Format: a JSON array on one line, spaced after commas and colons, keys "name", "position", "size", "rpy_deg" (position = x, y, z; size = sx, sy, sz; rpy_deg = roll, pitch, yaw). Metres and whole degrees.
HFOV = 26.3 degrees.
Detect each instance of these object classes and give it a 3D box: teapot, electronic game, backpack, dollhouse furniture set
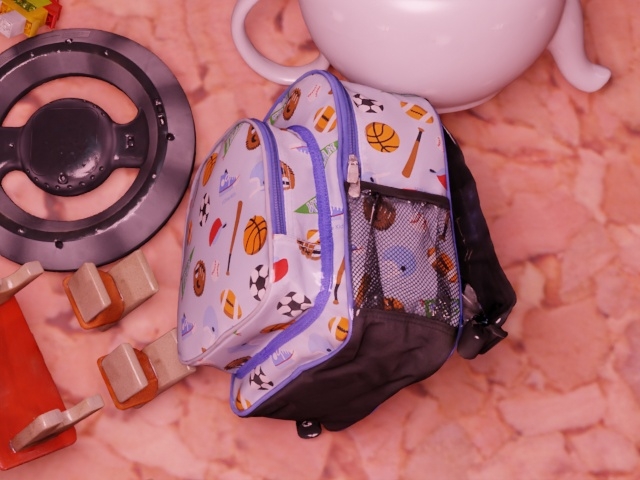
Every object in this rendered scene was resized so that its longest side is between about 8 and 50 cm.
[{"name": "teapot", "position": [0.091, -0.199, 1.217], "size": [0.252, 0.187, 0.256], "rpy_deg": [-32, 53, -28]}, {"name": "electronic game", "position": [-0.225, -0.083, 1.232], "size": [0.229, 0.048, 0.229], "rpy_deg": [-1, 76, 5]}, {"name": "backpack", "position": [0.000, 0.000, 1.123], "size": [0.213, 0.276, 0.263], "rpy_deg": [20, 58, -26]}, {"name": "dollhouse furniture set", "position": [-0.233, 0.154, 1.102], "size": [0.262, 0.135, 0.259], "rpy_deg": [-15, 75, -47]}]

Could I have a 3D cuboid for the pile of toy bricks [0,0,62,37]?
[{"name": "pile of toy bricks", "position": [-0.311, -0.288, 1.261], "size": [0.212, 0.118, 0.105], "rpy_deg": [36, 39, 16]}]
